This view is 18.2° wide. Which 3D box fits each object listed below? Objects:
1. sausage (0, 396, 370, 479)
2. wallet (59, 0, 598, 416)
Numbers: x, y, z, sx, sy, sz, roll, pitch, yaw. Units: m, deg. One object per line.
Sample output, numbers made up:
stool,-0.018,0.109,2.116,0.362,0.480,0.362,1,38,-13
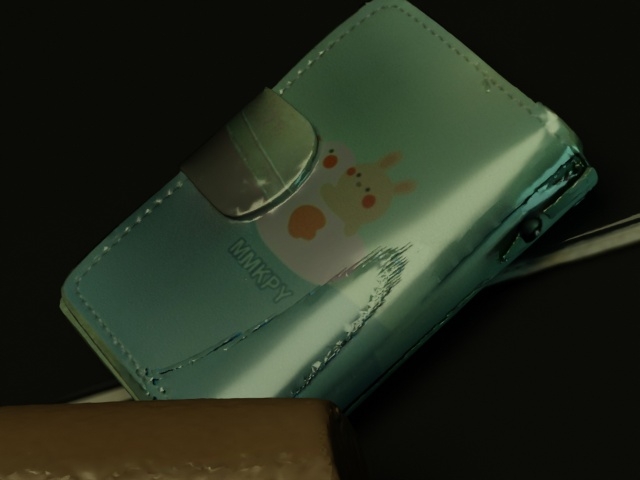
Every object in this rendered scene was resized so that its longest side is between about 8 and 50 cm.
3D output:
sausage,-0.089,0.132,0.899,0.253,0.123,0.123,-3,53,-1
wallet,0.000,0.000,1.029,0.250,0.075,0.176,-42,51,-3
